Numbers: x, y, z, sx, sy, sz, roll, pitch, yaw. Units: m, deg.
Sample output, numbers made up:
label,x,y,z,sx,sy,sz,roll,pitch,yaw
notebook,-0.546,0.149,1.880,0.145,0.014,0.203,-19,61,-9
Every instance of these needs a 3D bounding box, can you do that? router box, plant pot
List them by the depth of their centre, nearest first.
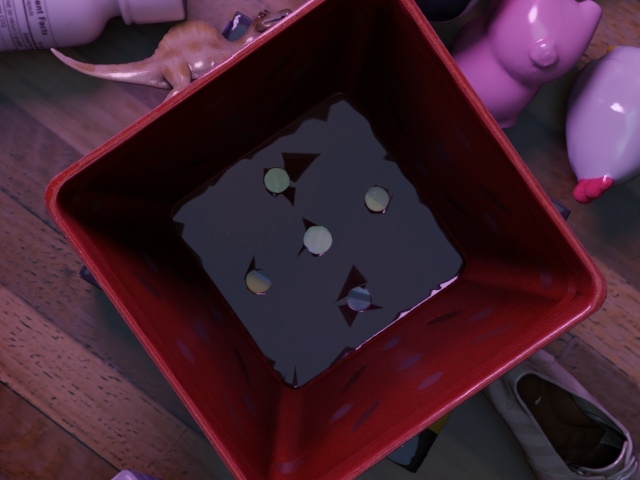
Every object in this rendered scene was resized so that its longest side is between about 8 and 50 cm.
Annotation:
label,x,y,z,sx,sy,sz,roll,pitch,yaw
plant pot,0.000,0.000,1.197,0.267,0.236,0.267,-35,92,-1
router box,0.004,0.002,1.356,0.309,0.081,0.243,30,89,-2

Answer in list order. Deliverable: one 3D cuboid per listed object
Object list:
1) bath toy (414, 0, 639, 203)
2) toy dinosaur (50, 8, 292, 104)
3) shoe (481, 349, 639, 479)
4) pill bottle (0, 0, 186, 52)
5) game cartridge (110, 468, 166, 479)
label,x,y,z,sx,sy,sz,roll,pitch,yaw
bath toy,0.131,-0.150,1.322,0.348,0.151,0.129,32,83,-16
toy dinosaur,-0.104,-0.123,1.298,0.183,0.053,0.092,-14,71,-4
shoe,0.198,0.160,1.338,0.076,0.058,0.219,-47,117,-8
pill bottle,-0.249,-0.224,1.309,0.283,0.160,0.160,-5,91,-2
game cartridge,-0.231,0.314,1.281,0.355,0.230,0.068,-42,70,0
